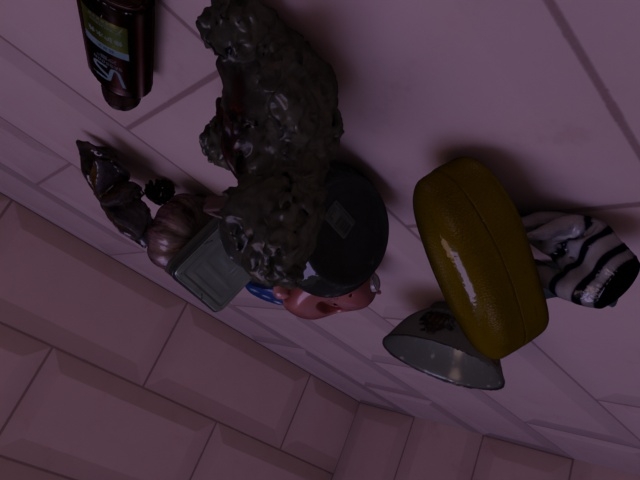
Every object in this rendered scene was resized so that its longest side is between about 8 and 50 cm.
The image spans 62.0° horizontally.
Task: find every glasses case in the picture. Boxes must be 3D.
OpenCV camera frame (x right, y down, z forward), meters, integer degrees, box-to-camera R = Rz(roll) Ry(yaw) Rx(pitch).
[{"bbox_3d":[0.263,0.053,0.887,0.371,0.141,0.173,61,175,-29],"label":"glasses case"}]

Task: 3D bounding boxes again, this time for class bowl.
[{"bbox_3d":[0.350,0.268,1.454,0.336,0.158,0.337,20,157,9],"label":"bowl"}]

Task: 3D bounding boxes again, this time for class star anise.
[{"bbox_3d":[-0.542,-0.126,1.435,0.332,0.117,0.332,53,163,24],"label":"star anise"}]

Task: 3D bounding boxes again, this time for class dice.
[{"bbox_3d":[-0.139,0.106,1.612,0.146,0.143,0.146,14,160,21],"label":"dice"}]

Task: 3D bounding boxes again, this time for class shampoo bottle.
[{"bbox_3d":[-0.343,-0.327,0.904,0.129,0.084,0.323,31,158,-9],"label":"shampoo bottle"}]

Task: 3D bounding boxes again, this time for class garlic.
[{"bbox_3d":[-0.372,-0.016,1.441,0.160,0.245,0.245,14,156,29],"label":"garlic"}]

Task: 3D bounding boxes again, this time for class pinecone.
[{"bbox_3d":[-0.440,-0.136,1.468,0.083,0.077,0.077,-19,143,15],"label":"pinecone"}]

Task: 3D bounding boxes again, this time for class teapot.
[{"bbox_3d":[-0.067,-0.028,1.083,0.300,0.254,0.343,22,168,-35],"label":"teapot"}]

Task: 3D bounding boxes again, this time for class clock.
[{"bbox_3d":[0.033,0.123,1.347,0.241,0.143,0.227,-6,158,25],"label":"clock"}]

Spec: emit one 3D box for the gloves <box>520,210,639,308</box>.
[{"bbox_3d":[0.398,0.009,0.885,0.219,0.131,0.140,53,172,44],"label":"gloves"}]

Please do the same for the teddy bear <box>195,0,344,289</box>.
[{"bbox_3d":[-0.084,-0.106,0.773,0.224,0.368,0.357,7,152,-10],"label":"teddy bear"}]

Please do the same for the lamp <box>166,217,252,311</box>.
[{"bbox_3d":[-0.249,0.045,1.427,0.047,0.266,0.269,36,167,31],"label":"lamp"}]

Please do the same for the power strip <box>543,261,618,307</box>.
[{"bbox_3d":[0.471,0.096,1.083,0.137,0.044,0.216,35,156,-23],"label":"power strip"}]
